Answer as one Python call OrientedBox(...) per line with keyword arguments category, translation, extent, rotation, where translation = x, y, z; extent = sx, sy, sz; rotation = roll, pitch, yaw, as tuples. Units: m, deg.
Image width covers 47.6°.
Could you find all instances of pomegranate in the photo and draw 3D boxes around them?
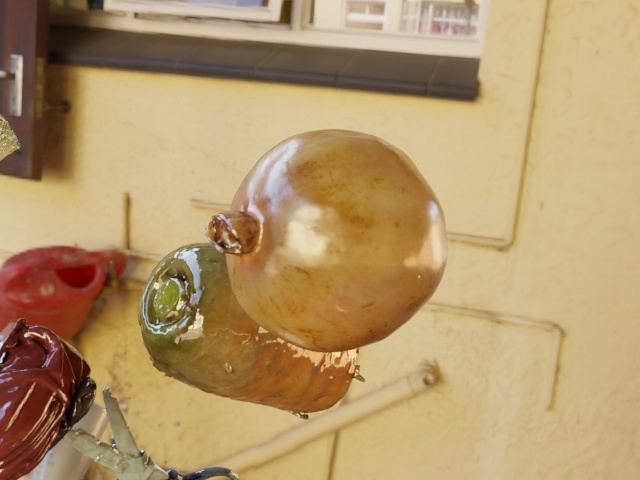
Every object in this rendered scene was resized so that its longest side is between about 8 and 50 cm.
OrientedBox(category="pomegranate", translation=(0.000, 0.000, 0.813), extent=(0.271, 0.252, 0.229), rotation=(15, 45, -39))

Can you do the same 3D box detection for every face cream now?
OrientedBox(category="face cream", translation=(-0.461, 0.419, 1.227), extent=(0.143, 0.314, 0.089), rotation=(-8, -40, 47))

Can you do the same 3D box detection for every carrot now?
OrientedBox(category="carrot", translation=(-0.106, 0.138, 1.118), extent=(0.224, 0.224, 0.341), rotation=(15, -9, 45))

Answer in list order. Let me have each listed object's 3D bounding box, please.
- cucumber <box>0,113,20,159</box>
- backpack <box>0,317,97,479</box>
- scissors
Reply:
OrientedBox(category="cucumber", translation=(-0.572, -0.124, 1.067), extent=(0.105, 0.145, 0.325), rotation=(-13, 20, 14))
OrientedBox(category="backpack", translation=(-0.410, 0.218, 0.924), extent=(0.229, 0.139, 0.229), rotation=(-21, 37, 17))
OrientedBox(category="scissors", translation=(-0.300, 0.378, 1.198), extent=(0.256, 0.383, 0.029), rotation=(-28, 38, -8))
